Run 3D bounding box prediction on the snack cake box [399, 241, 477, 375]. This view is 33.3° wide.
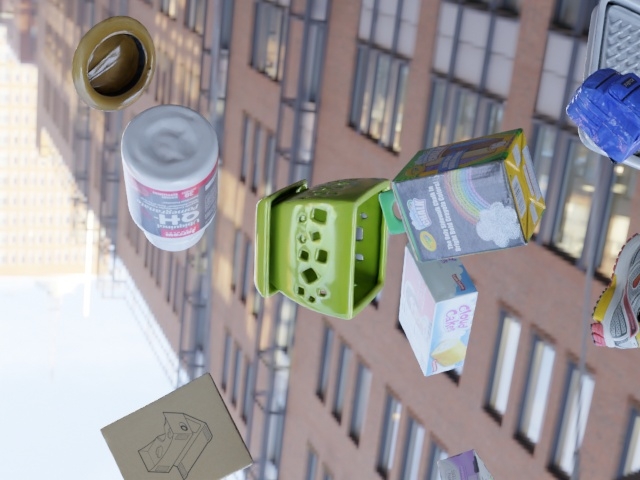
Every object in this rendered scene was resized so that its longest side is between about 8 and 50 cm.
[{"bbox_3d":[0.227,0.130,2.111,0.089,0.264,0.152,-14,-126,-11],"label":"snack cake box"}]

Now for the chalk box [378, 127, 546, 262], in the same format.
[{"bbox_3d":[0.190,-0.059,1.514,0.213,0.132,0.132,-9,-160,28],"label":"chalk box"}]

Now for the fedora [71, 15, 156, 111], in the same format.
[{"bbox_3d":[-0.409,-0.343,2.053,0.079,0.194,0.194,21,-157,41],"label":"fedora"}]

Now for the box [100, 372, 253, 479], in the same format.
[{"bbox_3d":[-0.233,0.331,1.727,0.201,0.164,0.021,-27,177,1],"label":"box"}]

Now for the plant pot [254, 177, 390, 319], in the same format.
[{"bbox_3d":[0.000,0.000,2.002,0.207,0.227,0.228,7,-164,20],"label":"plant pot"}]

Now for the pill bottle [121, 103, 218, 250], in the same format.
[{"bbox_3d":[-0.285,-0.106,2.054,0.176,0.318,0.176,2,-117,-5],"label":"pill bottle"}]

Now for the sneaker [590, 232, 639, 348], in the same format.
[{"bbox_3d":[0.499,0.080,1.659,0.093,0.088,0.225,10,-123,33],"label":"sneaker"}]

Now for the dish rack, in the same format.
[{"bbox_3d":[0.608,-0.286,2.044,0.285,0.332,0.072,17,164,-23],"label":"dish rack"}]

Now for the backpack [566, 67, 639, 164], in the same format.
[{"bbox_3d":[0.424,-0.192,1.528,0.120,0.101,0.098,44,-129,18],"label":"backpack"}]

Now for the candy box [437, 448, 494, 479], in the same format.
[{"bbox_3d":[0.269,0.469,1.757,0.070,0.196,0.165,-22,-143,15],"label":"candy box"}]
